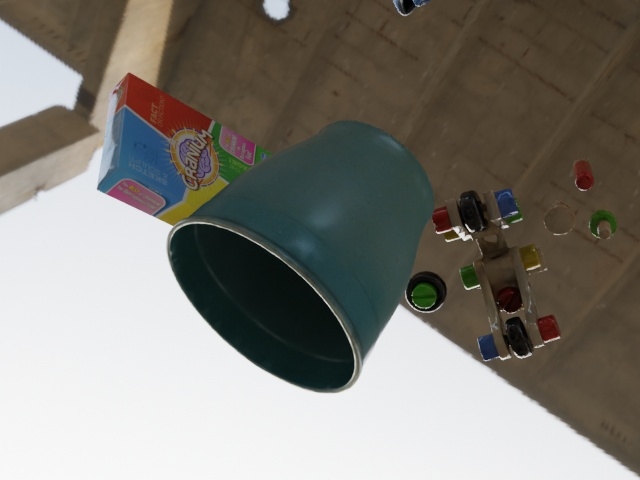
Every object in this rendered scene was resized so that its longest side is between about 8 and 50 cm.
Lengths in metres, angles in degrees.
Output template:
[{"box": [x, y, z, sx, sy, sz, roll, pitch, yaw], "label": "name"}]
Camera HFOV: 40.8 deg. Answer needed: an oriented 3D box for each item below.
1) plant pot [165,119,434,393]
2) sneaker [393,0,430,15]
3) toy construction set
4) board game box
[{"box": [0.000, 0.000, 1.039, 0.272, 0.255, 0.271, 28, -34, 21], "label": "plant pot"}, {"box": [0.147, -0.341, 1.056, 0.209, 0.069, 0.082, 162, -78, -66], "label": "sneaker"}, {"box": [0.285, -0.003, 1.259, 0.257, 0.237, 0.309, 45, -67, -2], "label": "toy construction set"}, {"box": [-0.219, -0.120, 1.476, 0.316, 0.242, 0.064, 27, -51, -32], "label": "board game box"}]
